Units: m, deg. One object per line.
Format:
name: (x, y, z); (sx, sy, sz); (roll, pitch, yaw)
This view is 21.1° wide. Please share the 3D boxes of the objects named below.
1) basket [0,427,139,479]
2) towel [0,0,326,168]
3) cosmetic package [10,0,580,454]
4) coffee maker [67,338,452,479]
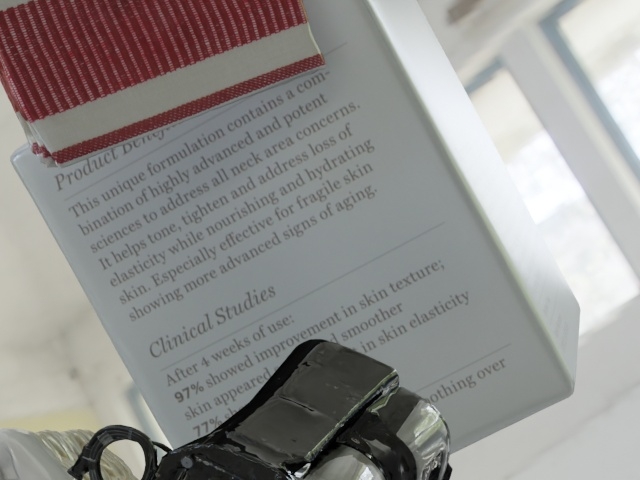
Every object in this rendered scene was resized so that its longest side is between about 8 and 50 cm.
basket: (-0.198, 0.332, 1.109); (0.328, 0.331, 0.266); (-40, -4, 0)
towel: (-0.157, -0.239, 1.243); (0.237, 0.329, 0.037); (-23, 2, -22)
cosmetic package: (0.000, 0.000, 1.520); (0.329, 0.394, 0.327); (-27, 4, 13)
coffee maker: (-0.022, 0.128, 1.002); (0.120, 0.171, 0.178); (-46, -2, 25)
